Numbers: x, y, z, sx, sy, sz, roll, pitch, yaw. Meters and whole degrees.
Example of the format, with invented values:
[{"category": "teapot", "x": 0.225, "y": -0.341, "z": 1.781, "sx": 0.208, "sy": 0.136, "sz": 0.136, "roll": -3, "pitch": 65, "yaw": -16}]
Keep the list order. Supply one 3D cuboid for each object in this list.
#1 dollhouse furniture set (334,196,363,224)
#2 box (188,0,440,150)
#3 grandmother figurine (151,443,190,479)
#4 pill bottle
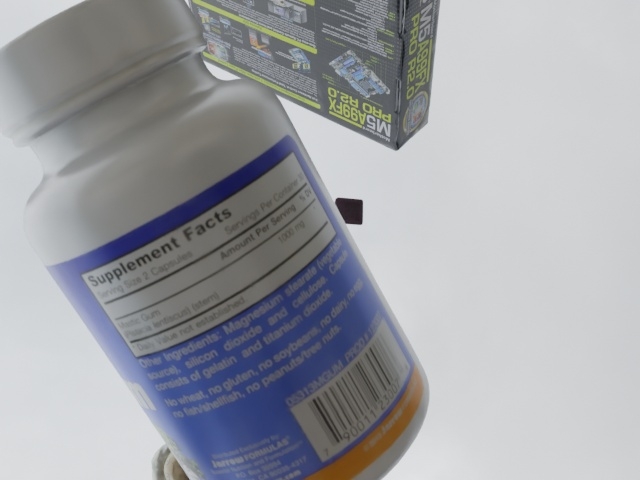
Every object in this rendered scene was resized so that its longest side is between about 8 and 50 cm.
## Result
[{"category": "dollhouse furniture set", "x": 0.000, "y": 0.000, "z": 0.961, "sx": 0.091, "sy": 0.081, "sz": 0.114, "roll": 3, "pitch": -95, "yaw": -25}, {"category": "box", "x": -0.018, "y": -0.229, "z": 0.649, "sx": 0.270, "sy": 0.216, "sz": 0.060, "roll": 29, "pitch": -123, "yaw": 26}, {"category": "grandmother figurine", "x": -0.117, "y": 0.295, "z": 0.937, "sx": 0.104, "sy": 0.342, "sz": 0.208, "roll": 30, "pitch": -128, "yaw": -34}, {"category": "pill bottle", "x": -0.062, "y": 0.008, "z": 0.384, "sx": 0.152, "sy": 0.152, "sz": 0.272, "roll": -33, "pitch": -75, "yaw": -15}]
